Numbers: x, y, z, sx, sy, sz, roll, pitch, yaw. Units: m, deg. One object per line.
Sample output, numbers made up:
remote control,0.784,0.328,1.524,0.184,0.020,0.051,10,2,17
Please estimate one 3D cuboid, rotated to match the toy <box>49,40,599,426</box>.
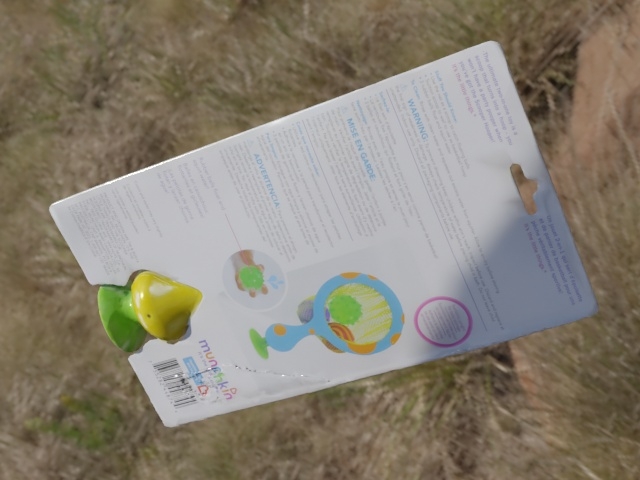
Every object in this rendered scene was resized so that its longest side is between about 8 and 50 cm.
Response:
toy,0.000,0.000,0.565,0.237,0.137,0.056,-19,18,18
